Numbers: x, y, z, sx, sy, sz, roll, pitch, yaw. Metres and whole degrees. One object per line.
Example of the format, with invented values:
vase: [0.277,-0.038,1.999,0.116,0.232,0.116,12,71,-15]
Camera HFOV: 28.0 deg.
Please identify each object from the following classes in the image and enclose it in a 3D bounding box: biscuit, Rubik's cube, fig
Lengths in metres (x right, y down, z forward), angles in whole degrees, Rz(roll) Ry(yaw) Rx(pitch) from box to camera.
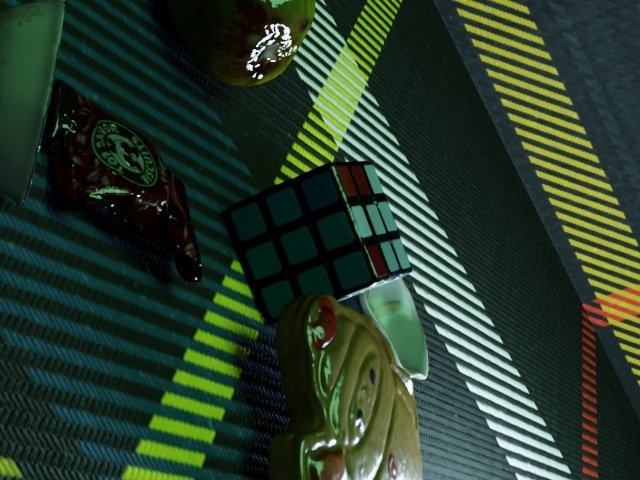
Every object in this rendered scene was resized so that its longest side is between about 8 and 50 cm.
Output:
biscuit: [0.038,0.237,1.522,0.359,0.074,0.381,-67,144,-54]
Rubik's cube: [0.000,0.000,1.614,0.162,0.160,0.163,69,20,4]
biscuit: [-0.195,-0.054,1.333,0.235,0.063,0.151,37,25,-46]
fig: [-0.108,-0.295,1.640,0.191,0.181,0.181,44,23,-1]

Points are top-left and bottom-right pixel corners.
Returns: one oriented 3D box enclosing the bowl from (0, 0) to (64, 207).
bowl: [-0.282,-0.127,1.114,0.086,0.189,0.189,11,48,-15]

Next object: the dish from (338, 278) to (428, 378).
dish: [0.070,0.106,1.801,0.229,0.081,0.229,54,21,-32]
